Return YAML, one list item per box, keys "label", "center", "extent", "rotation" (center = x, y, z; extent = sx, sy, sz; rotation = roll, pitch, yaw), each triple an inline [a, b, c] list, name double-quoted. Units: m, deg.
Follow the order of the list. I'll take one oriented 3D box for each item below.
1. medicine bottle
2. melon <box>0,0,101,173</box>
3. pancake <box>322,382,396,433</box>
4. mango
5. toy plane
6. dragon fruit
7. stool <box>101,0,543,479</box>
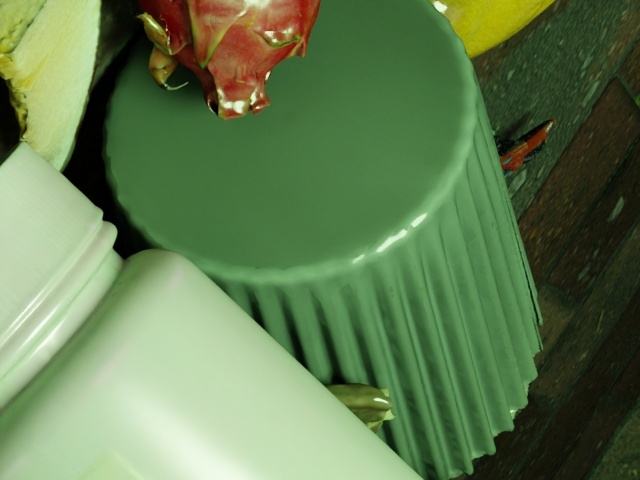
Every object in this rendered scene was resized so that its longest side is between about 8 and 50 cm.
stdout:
- label: "medicine bottle"
  center: [-0.099, 0.135, 1.139]
  extent: [0.213, 0.379, 0.213]
  rotation: [-44, -170, 10]
- label: "melon"
  center: [-0.159, -0.107, 1.134]
  extent: [0.182, 0.054, 0.098]
  rotation: [89, 12, -69]
- label: "pancake"
  center: [0.007, 0.181, 1.348]
  extent: [0.286, 0.288, 0.033]
  rotation: [110, -14, -49]
- label: "mango"
  center: [0.142, -0.233, 1.568]
  extent: [0.262, 0.109, 0.157]
  rotation: [-35, 161, -33]
- label: "toy plane"
  center: [0.170, -0.074, 1.932]
  extent: [0.189, 0.061, 0.130]
  rotation: [-48, 158, -33]
- label: "dragon fruit"
  center: [-0.058, -0.161, 1.192]
  extent: [0.133, 0.136, 0.165]
  rotation: [-109, -165, -67]
- label: "stool"
  center: [0.000, 0.000, 1.361]
  extent: [0.297, 0.297, 0.330]
  rotation: [-49, 154, -18]
